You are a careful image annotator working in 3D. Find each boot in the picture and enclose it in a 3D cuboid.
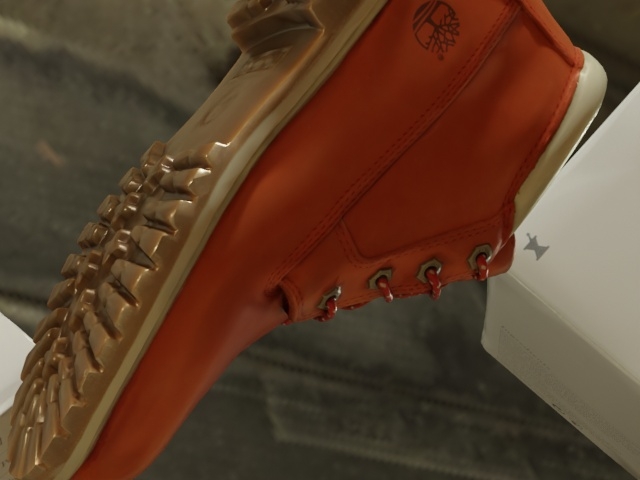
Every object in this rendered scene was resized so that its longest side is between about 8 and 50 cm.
[{"bbox_3d":[0.000,0.000,0.413,0.084,0.059,0.158,39,80,-21],"label":"boot"}]

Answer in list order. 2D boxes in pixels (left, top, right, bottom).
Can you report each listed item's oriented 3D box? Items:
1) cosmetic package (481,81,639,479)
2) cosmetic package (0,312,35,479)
[{"bbox_3d":[0.205,-0.007,0.983,0.138,0.224,0.225,40,-8,14],"label":"cosmetic package"},{"bbox_3d":[-0.156,0.128,0.741,0.085,0.231,0.117,36,59,29],"label":"cosmetic package"}]
